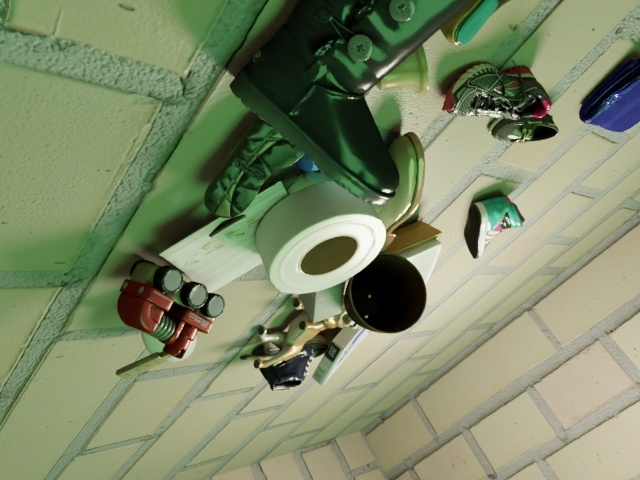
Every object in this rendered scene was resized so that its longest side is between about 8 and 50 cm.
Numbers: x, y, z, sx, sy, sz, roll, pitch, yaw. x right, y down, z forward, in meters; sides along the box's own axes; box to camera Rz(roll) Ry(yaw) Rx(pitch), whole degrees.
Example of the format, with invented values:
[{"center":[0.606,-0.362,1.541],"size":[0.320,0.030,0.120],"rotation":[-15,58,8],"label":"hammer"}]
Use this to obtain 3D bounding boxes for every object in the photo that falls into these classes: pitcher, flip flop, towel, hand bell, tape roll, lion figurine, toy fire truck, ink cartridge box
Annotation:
[{"center":[-0.366,0.202,1.430],"size":[0.177,0.125,0.207],"rotation":[-34,141,-11],"label":"pitcher"},{"center":[-0.120,-0.158,1.105],"size":[0.112,0.080,0.277],"rotation":[35,108,-26],"label":"flip flop"},{"center":[0.902,-0.422,1.689],"size":[0.308,0.076,0.227],"rotation":[0,147,-44],"label":"towel"},{"center":[0.064,-0.298,1.062],"size":[0.241,0.126,0.126],"rotation":[-16,151,-2],"label":"hand bell"},{"center":[0.000,0.000,1.299],"size":[0.286,0.100,0.286],"rotation":[-19,148,-12],"label":"tape roll"},{"center":[-0.057,0.292,1.871],"size":[0.392,0.142,0.240],"rotation":[-34,155,25],"label":"lion figurine"},{"center":[-0.364,0.189,1.261],"size":[0.217,0.158,0.247],"rotation":[43,64,-47],"label":"toy fire truck"},{"center":[0.111,0.362,2.159],"size":[0.307,0.072,0.304],"rotation":[-45,164,-38],"label":"ink cartridge box"},{"center":[-0.187,-0.017,1.292],"size":[0.296,0.066,0.261],"rotation":[-31,152,-1],"label":"ink cartridge box"}]

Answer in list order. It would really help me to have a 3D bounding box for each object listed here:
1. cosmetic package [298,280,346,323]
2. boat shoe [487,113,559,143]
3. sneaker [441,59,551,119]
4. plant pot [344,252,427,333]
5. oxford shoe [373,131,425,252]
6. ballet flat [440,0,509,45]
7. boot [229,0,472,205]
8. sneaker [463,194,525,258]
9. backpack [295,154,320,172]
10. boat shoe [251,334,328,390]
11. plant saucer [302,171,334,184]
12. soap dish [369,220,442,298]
[{"center":[0.000,0.123,1.638],"size":[0.107,0.127,0.238],"rotation":[-19,148,-18],"label":"cosmetic package"},{"center":[0.546,-0.298,1.539],"size":[0.227,0.069,0.081],"rotation":[-14,148,-29],"label":"boat shoe"},{"center":[0.406,-0.328,1.310],"size":[0.299,0.112,0.121],"rotation":[-14,148,-28],"label":"sneaker"},{"center":[0.151,0.166,1.616],"size":[0.215,0.216,0.230],"rotation":[-20,170,-19],"label":"plant pot"},{"center":[0.134,-0.096,1.405],"size":[0.146,0.141,0.397],"rotation":[-6,141,-22],"label":"oxford shoe"},{"center":[0.310,-0.458,1.049],"size":[0.232,0.073,0.080],"rotation":[-42,142,7],"label":"ballet flat"},{"center":[0.130,-0.304,0.928],"size":[0.367,0.146,0.445],"rotation":[34,114,-28],"label":"boot"},{"center":[0.586,-0.053,1.934],"size":[0.178,0.124,0.296],"rotation":[-18,150,-3],"label":"sneaker"},{"center":[-0.001,-0.195,1.155],"size":[0.120,0.098,0.101],"rotation":[-20,121,-19],"label":"backpack"},{"center":[-0.078,0.438,2.041],"size":[0.340,0.158,0.127],"rotation":[0,140,-44],"label":"boat shoe"},{"center":[0.058,-0.152,1.269],"size":[0.194,0.038,0.195],"rotation":[3,172,0],"label":"plant saucer"},{"center":[0.240,0.073,1.797],"size":[0.228,0.118,0.291],"rotation":[-22,151,-16],"label":"soap dish"}]
